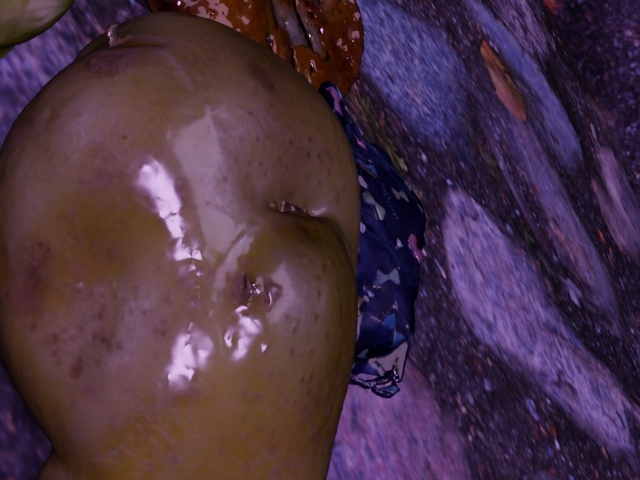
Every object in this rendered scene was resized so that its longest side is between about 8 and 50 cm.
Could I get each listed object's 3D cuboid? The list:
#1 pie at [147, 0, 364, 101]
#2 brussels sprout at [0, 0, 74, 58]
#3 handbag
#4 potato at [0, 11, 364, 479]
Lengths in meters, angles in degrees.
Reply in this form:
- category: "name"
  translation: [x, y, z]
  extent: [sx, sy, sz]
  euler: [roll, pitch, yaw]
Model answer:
- category: "pie"
  translation: [-0.057, -0.220, 1.116]
  extent: [0.308, 0.085, 0.308]
  euler: [42, 37, -43]
- category: "brussels sprout"
  translation: [-0.197, -0.194, 0.780]
  extent: [0.149, 0.122, 0.151]
  euler: [18, 51, -60]
- category: "handbag"
  translation: [0.000, 0.000, 0.974]
  extent: [0.162, 0.113, 0.260]
  euler: [52, 33, -36]
- category: "potato"
  translation: [-0.076, 0.048, 0.709]
  extent: [0.218, 0.202, 0.351]
  euler: [14, 67, -72]
